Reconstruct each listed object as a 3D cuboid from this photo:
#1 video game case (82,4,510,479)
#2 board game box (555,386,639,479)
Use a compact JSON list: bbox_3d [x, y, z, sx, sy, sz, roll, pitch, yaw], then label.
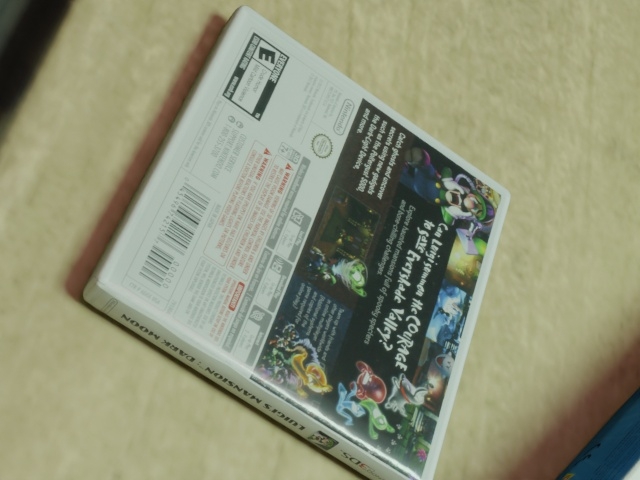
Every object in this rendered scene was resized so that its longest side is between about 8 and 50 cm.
[{"bbox_3d":[0.000,0.000,0.651,0.173,0.022,0.190,34,48,-14],"label":"video game case"},{"bbox_3d":[0.258,0.191,0.671,0.302,0.086,0.308,52,47,3],"label":"board game box"}]
